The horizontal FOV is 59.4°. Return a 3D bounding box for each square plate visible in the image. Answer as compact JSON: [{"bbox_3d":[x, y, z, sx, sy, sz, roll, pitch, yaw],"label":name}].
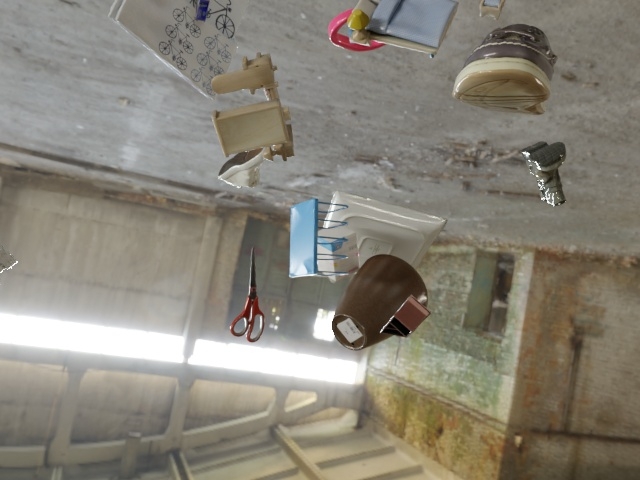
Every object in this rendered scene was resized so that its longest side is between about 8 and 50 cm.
[{"bbox_3d":[0.168,0.014,1.744,0.344,0.049,0.347,14,139,-6],"label":"square plate"}]

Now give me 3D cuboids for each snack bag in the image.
[{"bbox_3d":[-0.324,-0.583,1.407,0.037,0.342,0.323,2,156,42],"label":"snack bag"}]

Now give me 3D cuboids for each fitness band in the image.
[{"bbox_3d":[0.159,-0.784,2.096,0.209,0.054,0.291,-16,171,40],"label":"fitness band"}]

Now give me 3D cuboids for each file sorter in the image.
[{"bbox_3d":[0.000,0.000,1.313,0.104,0.170,0.118,5,172,-28],"label":"file sorter"}]

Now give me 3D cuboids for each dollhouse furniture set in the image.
[{"bbox_3d":[-0.190,-0.387,1.537,0.174,0.303,0.355,-12,-145,2],"label":"dollhouse furniture set"},{"bbox_3d":[0.225,-0.511,1.090,0.286,0.303,0.198,21,160,18],"label":"dollhouse furniture set"}]

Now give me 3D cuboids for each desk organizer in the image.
[{"bbox_3d":[0.150,0.148,1.006,0.047,0.050,0.130,42,160,12],"label":"desk organizer"}]

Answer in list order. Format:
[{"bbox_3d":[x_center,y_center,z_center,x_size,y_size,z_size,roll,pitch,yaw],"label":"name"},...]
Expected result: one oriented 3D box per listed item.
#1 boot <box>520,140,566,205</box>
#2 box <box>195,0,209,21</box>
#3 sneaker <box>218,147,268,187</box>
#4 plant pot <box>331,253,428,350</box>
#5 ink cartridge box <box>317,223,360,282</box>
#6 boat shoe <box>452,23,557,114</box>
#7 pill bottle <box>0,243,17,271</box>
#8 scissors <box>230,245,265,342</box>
[{"bbox_3d":[0.583,-0.160,1.407,0.083,0.161,0.246,-24,-171,14],"label":"boot"},{"bbox_3d":[-0.282,-0.598,1.350,0.028,0.136,0.081,6,163,-18],"label":"box"},{"bbox_3d":[-0.236,-0.257,1.953,0.123,0.106,0.290,33,153,-26],"label":"sneaker"},{"bbox_3d":[0.135,0.181,1.480,0.215,0.215,0.230,8,-151,36],"label":"plant pot"},{"bbox_3d":[0.047,0.040,1.593,0.092,0.143,0.090,-23,-149,-28],"label":"ink cartridge box"},{"bbox_3d":[0.217,-0.199,0.642,0.103,0.092,0.285,8,-171,25],"label":"boat shoe"},{"bbox_3d":[-0.617,0.070,0.950,0.103,0.184,0.103,36,157,18],"label":"pill bottle"},{"bbox_3d":[-0.203,0.171,1.749,0.109,0.297,0.021,14,180,-26],"label":"scissors"}]
